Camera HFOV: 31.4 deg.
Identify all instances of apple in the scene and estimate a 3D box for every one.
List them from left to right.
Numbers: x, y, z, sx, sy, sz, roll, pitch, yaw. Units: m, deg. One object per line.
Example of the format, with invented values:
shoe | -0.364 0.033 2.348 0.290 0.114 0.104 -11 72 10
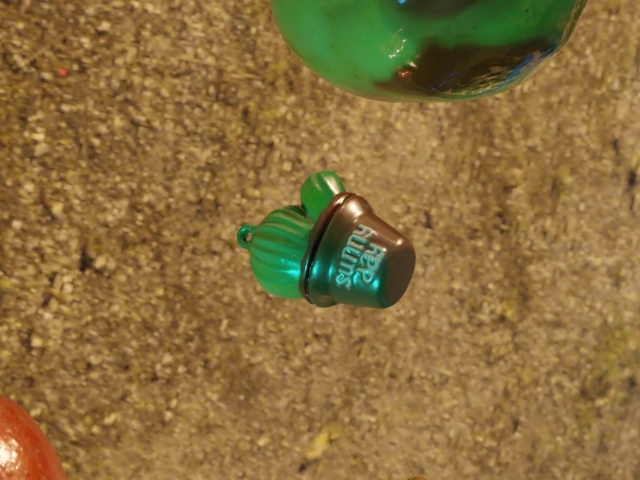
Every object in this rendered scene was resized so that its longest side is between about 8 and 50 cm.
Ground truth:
apple | 0.156 -0.401 1.561 0.473 0.473 0.474 -25 123 -48

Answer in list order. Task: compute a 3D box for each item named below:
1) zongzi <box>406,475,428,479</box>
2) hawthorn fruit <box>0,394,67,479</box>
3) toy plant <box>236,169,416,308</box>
zongzi | 0.174 0.302 0.855 0.288 0.286 0.134 -76 175 -56
hawthorn fruit | -0.234 0.174 0.709 0.173 0.173 0.173 -25 123 -48
toy plant | 0.000 0.000 1.173 0.105 0.200 0.143 19 92 -62
